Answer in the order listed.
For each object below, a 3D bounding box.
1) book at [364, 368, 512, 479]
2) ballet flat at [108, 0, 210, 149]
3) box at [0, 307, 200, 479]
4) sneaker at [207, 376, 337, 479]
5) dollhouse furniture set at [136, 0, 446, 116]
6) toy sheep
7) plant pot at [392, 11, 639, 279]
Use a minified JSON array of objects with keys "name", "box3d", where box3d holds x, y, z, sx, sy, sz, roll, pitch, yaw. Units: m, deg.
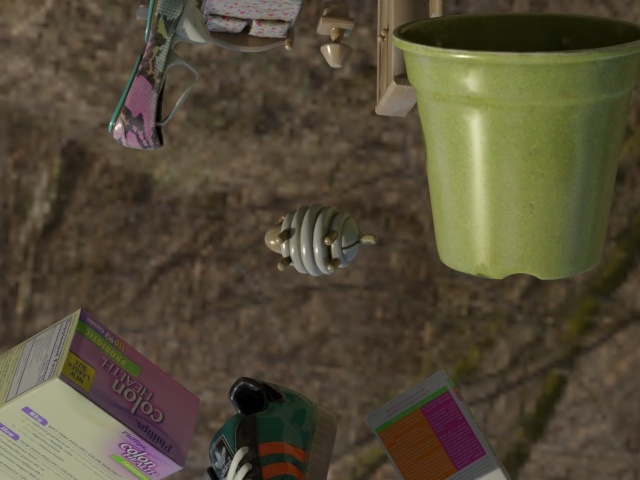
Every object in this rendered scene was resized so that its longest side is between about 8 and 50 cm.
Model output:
[{"name":"book","box3d":[0.123,0.216,1.652,0.096,0.144,0.035,-33,166,13]},{"name":"ballet flat","box3d":[-0.168,-0.205,1.797,0.079,0.222,0.077,17,-178,1]},{"name":"box","box3d":[-0.318,0.230,2.068,0.243,0.117,0.213,-29,124,34]},{"name":"sneaker","box3d":[-0.064,0.250,1.606,0.121,0.108,0.302,29,-151,-12]},{"name":"dollhouse furniture set","box3d":[-0.044,-0.271,2.035,0.355,0.174,0.303,3,164,-10]},{"name":"toy sheep","box3d":[0.000,0.000,1.833,0.132,0.091,0.091,6,175,18]},{"name":"plant pot","box3d":[0.216,-0.100,1.746,0.276,0.254,0.276,-2,-164,0]}]
